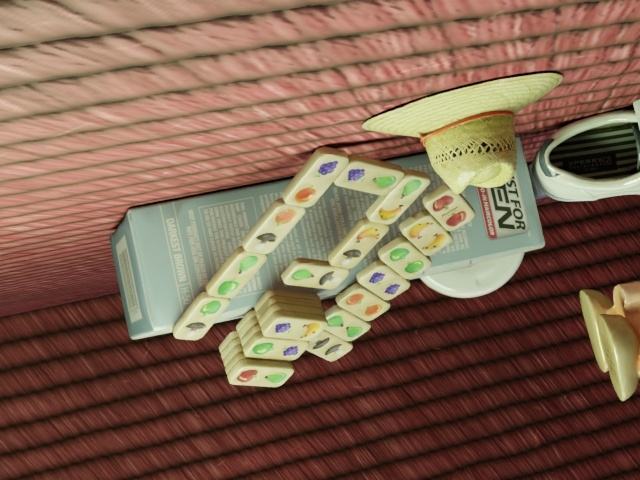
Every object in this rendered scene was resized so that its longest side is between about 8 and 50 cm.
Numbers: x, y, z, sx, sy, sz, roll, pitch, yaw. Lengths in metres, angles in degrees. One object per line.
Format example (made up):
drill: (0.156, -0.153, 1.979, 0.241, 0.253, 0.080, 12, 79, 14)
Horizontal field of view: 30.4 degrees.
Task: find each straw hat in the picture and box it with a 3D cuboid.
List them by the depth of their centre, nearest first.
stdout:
straw hat: (0.101, -0.064, 0.792, 0.144, 0.061, 0.144, -13, 178, -1)

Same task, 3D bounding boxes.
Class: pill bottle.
pill bottle: (0.188, -0.002, 1.564, 0.152, 0.152, 0.272, -13, 178, 5)

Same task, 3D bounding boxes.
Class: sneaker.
sneaker: (0.323, -0.083, 1.077, 0.258, 0.094, 0.091, -14, 177, 10)

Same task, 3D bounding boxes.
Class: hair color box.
hair color box: (0.000, 0.000, 1.129, 0.374, 0.114, 0.185, -11, 176, -16)

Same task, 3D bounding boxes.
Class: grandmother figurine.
grandmother figurine: (0.403, 0.046, 0.981, 0.342, 0.104, 0.208, -15, -156, 3)

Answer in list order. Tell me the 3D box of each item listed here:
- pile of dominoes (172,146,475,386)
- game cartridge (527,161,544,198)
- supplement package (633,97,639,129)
pile of dominoes: (0.012, 0.036, 0.984, 0.196, 0.040, 0.251, 10, 135, -38)
game cartridge: (0.443, -0.113, 1.444, 0.355, 0.068, 0.230, -12, -178, -4)
supplement package: (0.397, -0.077, 0.929, 0.194, 0.149, 0.203, -11, 177, -20)
